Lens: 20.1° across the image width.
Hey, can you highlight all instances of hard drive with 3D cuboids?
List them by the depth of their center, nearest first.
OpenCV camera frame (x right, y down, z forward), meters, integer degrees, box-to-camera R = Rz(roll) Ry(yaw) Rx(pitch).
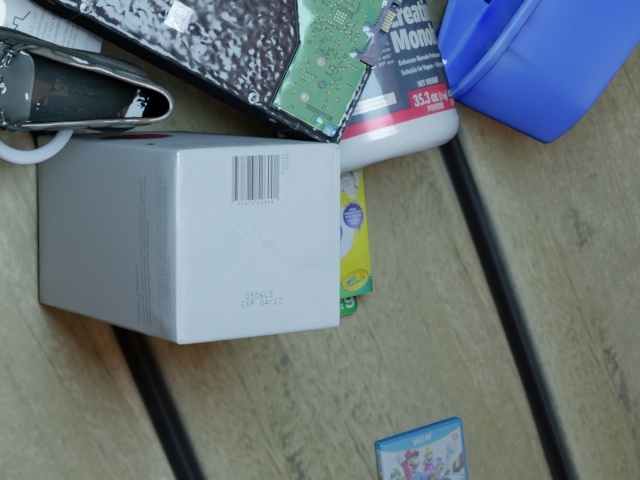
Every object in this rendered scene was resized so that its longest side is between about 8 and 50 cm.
[{"bbox_3d":[-0.089,-0.260,1.678,0.339,0.064,0.237,26,81,-18],"label":"hard drive"}]

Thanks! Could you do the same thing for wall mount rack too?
[{"bbox_3d":[-0.314,-0.257,1.688,0.304,0.130,0.350,16,86,-37],"label":"wall mount rack"}]

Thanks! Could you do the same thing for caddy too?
[{"bbox_3d":[0.236,-0.274,1.926,0.179,0.241,0.341,30,107,-15],"label":"caddy"}]

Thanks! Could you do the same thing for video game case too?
[{"bbox_3d":[0.123,0.298,2.093,0.119,0.015,0.166,-13,102,-32],"label":"video game case"}]

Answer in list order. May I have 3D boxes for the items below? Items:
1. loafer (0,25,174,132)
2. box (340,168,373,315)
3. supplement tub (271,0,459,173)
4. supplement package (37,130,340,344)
[{"bbox_3d":[-0.254,-0.140,1.614,0.268,0.084,0.096,1,99,-36],"label":"loafer"},{"bbox_3d":[0.000,0.000,1.966,0.105,0.043,0.179,-11,102,-32],"label":"box"},{"bbox_3d":[0.020,-0.209,1.853,0.191,0.191,0.272,-17,93,-31],"label":"supplement tub"},{"bbox_3d":[-0.132,-0.013,1.724,0.178,0.293,0.175,-5,98,-34],"label":"supplement package"}]
